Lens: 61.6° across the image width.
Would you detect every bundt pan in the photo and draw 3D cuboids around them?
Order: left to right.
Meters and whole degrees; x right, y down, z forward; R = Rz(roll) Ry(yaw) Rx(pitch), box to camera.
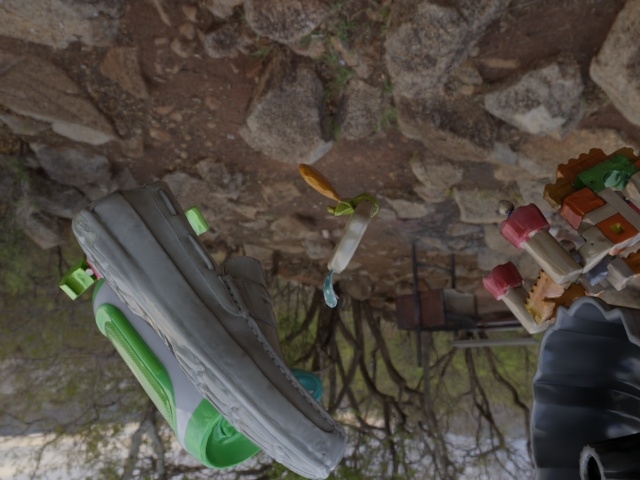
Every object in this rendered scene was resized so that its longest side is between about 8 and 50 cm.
[{"bbox_3d":[0.306,0.216,0.486,0.124,0.330,0.331,1,167,3],"label":"bundt pan"}]

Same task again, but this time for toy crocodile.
[{"bbox_3d":[-0.409,0.023,1.180,0.341,0.115,0.105,-23,-160,0],"label":"toy crocodile"}]

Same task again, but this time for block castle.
[{"bbox_3d":[0.570,-0.027,1.120,0.453,0.212,0.303,-25,147,-9],"label":"block castle"}]

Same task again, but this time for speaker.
[{"bbox_3d":[-0.172,0.134,0.659,0.131,0.131,0.296,12,-163,-48],"label":"speaker"}]

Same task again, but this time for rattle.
[{"bbox_3d":[0.000,0.000,0.859,0.143,0.130,0.199,16,132,-14],"label":"rattle"}]

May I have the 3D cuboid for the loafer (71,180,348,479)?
[{"bbox_3d":[-0.086,0.060,0.464,0.111,0.319,0.112,-38,161,-25],"label":"loafer"}]

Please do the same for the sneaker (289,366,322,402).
[{"bbox_3d":[-0.094,0.245,0.888,0.275,0.107,0.110,18,144,-42],"label":"sneaker"}]
